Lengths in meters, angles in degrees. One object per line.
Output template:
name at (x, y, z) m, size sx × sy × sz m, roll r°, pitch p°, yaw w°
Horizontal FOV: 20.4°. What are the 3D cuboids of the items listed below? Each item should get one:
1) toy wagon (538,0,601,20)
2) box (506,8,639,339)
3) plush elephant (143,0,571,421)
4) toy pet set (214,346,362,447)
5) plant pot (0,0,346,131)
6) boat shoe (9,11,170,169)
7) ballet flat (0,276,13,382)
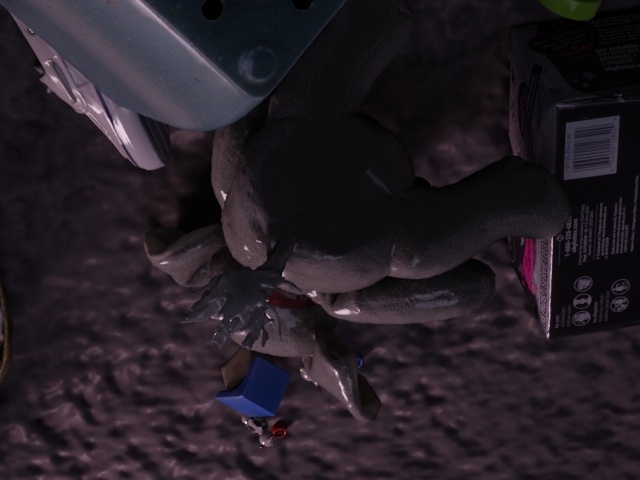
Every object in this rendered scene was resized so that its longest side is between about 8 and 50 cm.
toy wagon at (0.224, -0.306, 1.410) m, size 0.344 × 0.068 × 0.267 m, roll 9°, pitch 123°, yaw -21°
box at (0.253, -0.060, 1.549) m, size 0.163 × 0.142 × 0.247 m, roll -8°, pitch 125°, yaw -7°
plush elephant at (0.000, 0.000, 1.479) m, size 0.272 × 0.255 × 0.330 m, roll 45°, pitch 69°, yaw 4°
toy pet set at (-0.032, 0.144, 1.669) m, size 0.114 × 0.065 × 0.122 m, roll 33°, pitch 111°, yaw -32°
plant pot at (-0.094, -0.222, 1.230) m, size 0.248 × 0.252 × 0.247 m, roll -51°, pitch 123°, yaw -3°
boat shoe at (-0.192, -0.150, 1.420) m, size 0.076 × 0.083 × 0.226 m, roll -14°, pitch 120°, yaw 15°
ballet flat at (-0.319, -0.006, 1.457) m, size 0.123 × 0.123 × 0.348 m, roll -12°, pitch 127°, yaw -6°
